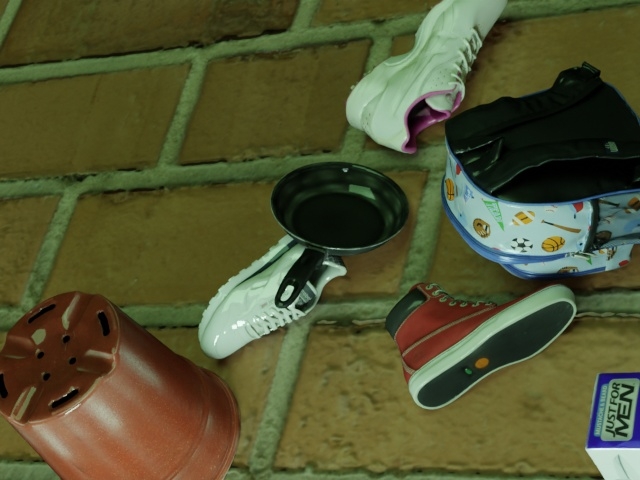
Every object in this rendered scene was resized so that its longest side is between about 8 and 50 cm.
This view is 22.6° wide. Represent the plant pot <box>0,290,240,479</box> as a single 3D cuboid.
[{"bbox_3d":[-0.287,0.218,2.145,0.272,0.265,0.272,-16,49,19],"label":"plant pot"}]

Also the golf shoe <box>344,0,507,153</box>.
[{"bbox_3d":[0.181,-0.252,2.354,0.306,0.115,0.140,-46,56,1],"label":"golf shoe"}]

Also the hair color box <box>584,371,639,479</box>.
[{"bbox_3d":[0.479,0.225,1.728,0.339,0.185,0.110,-5,53,27],"label":"hair color box"}]

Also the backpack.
[{"bbox_3d":[0.286,-0.078,2.034,0.263,0.213,0.276,-5,36,-18],"label":"backpack"}]

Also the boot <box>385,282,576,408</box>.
[{"bbox_3d":[0.201,0.089,2.078,0.244,0.088,0.176,-31,44,12],"label":"boot"}]

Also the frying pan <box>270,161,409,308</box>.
[{"bbox_3d":[0.030,-0.001,2.216,0.197,0.053,0.326,1,41,-4],"label":"frying pan"}]

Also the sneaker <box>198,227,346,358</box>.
[{"bbox_3d":[-0.071,0.086,2.249,0.235,0.090,0.095,-45,55,-5],"label":"sneaker"}]
